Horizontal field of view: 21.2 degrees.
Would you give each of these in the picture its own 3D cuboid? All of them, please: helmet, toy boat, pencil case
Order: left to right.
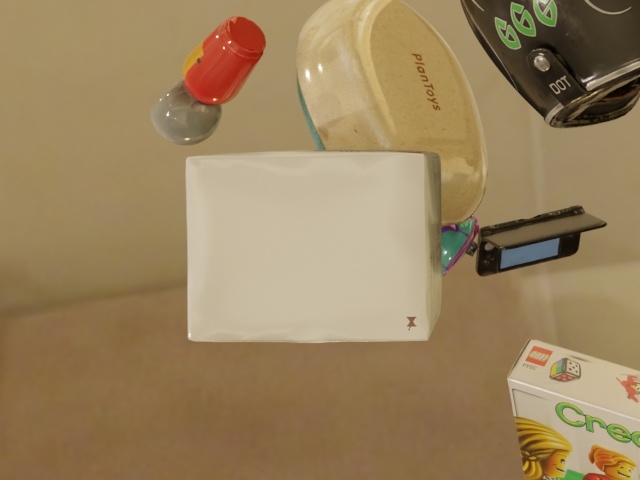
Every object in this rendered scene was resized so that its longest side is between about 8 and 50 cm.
[{"bbox_3d":[0.002,-0.128,1.619,0.148,0.318,0.267,-46,46,42],"label":"toy boat"},{"bbox_3d":[0.086,-0.032,1.697,0.151,0.070,0.064,37,-179,14],"label":"pencil case"},{"bbox_3d":[0.156,-0.159,0.959,0.169,0.169,0.162,63,-174,-81],"label":"helmet"}]

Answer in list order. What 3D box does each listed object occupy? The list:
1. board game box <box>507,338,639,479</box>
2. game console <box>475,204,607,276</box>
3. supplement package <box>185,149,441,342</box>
[{"bbox_3d":[0.307,0.197,1.397,0.053,0.305,0.193,-55,-33,-32],"label":"board game box"},{"bbox_3d":[0.237,0.009,1.849,0.107,0.122,0.071,90,164,-46],"label":"game console"},{"bbox_3d":[0.000,0.000,1.422,0.203,0.194,0.149,-28,-63,-83],"label":"supplement package"}]
